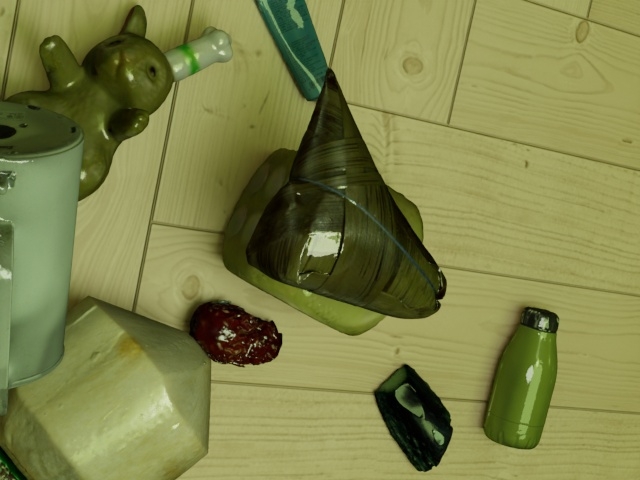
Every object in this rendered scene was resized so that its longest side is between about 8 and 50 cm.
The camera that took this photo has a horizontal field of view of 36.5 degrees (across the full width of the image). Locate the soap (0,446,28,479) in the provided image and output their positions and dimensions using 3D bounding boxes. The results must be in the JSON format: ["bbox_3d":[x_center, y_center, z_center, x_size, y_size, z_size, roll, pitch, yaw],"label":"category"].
[{"bbox_3d":[-0.520,0.367,1.423,0.218,0.098,0.273,-38,114,-14],"label":"soap"}]

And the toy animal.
[{"bbox_3d":[-0.296,-0.214,1.358,0.181,0.180,0.363,42,84,-1],"label":"toy animal"}]

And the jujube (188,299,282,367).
[{"bbox_3d":[-0.136,0.158,1.564,0.166,0.104,0.104,22,90,-29],"label":"jujube"}]

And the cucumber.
[{"bbox_3d":[0.181,0.325,1.770,0.115,0.086,0.193,-38,108,-12],"label":"cucumber"}]

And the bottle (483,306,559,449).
[{"bbox_3d":[0.388,0.257,1.833,0.112,0.112,0.260,10,96,-27],"label":"bottle"}]

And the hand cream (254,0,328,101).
[{"bbox_3d":[-0.037,-0.317,1.551,0.083,0.048,0.224,-28,105,-19],"label":"hand cream"}]

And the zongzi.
[{"bbox_3d":[0.069,-0.058,1.345,0.286,0.138,0.300,18,81,-31],"label":"zongzi"}]

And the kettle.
[{"bbox_3d":[-0.388,0.016,1.184,0.205,0.265,0.318,-15,125,-47],"label":"kettle"}]

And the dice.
[{"bbox_3d":[0.000,0.000,1.519,0.233,0.238,0.226,30,86,-26],"label":"dice"}]

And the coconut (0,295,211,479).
[{"bbox_3d":[-0.299,0.235,1.401,0.323,0.323,0.322,-6,103,-25],"label":"coconut"}]
